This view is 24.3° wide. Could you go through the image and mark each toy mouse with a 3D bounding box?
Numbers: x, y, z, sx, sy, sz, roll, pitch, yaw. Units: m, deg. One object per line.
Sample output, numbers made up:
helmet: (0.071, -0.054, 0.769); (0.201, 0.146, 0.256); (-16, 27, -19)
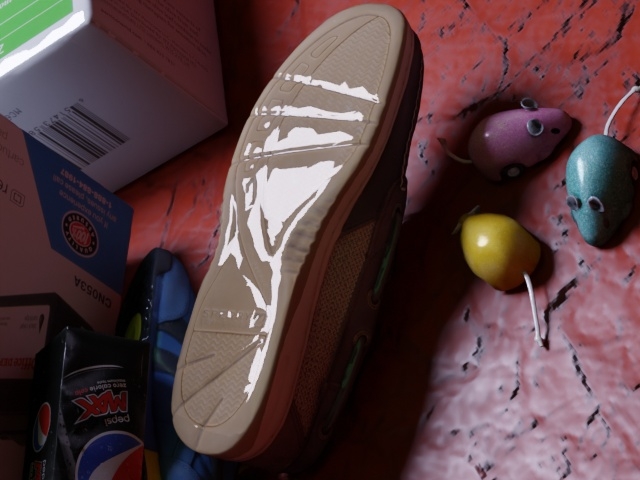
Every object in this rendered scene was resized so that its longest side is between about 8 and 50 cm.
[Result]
toy mouse: (0.127, -0.043, 0.844); (0.143, 0.031, 0.161); (-45, 45, 8)

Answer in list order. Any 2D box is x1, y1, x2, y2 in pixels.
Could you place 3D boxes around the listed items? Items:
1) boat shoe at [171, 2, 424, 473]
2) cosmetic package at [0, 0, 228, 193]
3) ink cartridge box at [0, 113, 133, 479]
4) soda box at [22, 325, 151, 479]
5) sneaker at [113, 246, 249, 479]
boat shoe: (0.000, 0.000, 0.877); (0.103, 0.092, 0.285); (4, 70, 40)
cosmetic package: (-0.201, -0.213, 1.128); (0.197, 0.155, 0.365); (-29, 50, 23)
ink cartridge box: (-0.242, 0.077, 0.881); (0.129, 0.223, 0.307); (-15, 56, 29)
soda box: (-0.134, 0.138, 0.831); (0.060, 0.053, 0.168); (-35, 47, 53)
sneaker: (-0.082, 0.101, 0.903); (0.069, 0.082, 0.209); (-52, 34, 45)
